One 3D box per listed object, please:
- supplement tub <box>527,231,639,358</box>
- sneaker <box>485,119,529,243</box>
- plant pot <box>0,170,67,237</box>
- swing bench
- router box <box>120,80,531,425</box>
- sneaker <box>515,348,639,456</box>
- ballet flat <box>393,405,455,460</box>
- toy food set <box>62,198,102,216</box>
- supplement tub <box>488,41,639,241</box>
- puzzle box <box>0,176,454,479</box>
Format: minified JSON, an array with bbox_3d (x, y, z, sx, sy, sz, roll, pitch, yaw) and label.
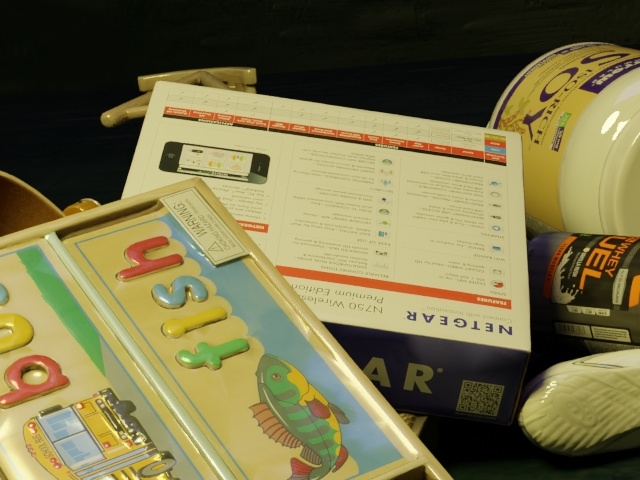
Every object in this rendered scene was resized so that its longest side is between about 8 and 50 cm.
[{"bbox_3d":[0.274,0.053,1.457,0.190,0.117,0.117,4,18,42],"label":"supplement tub"},{"bbox_3d":[0.264,-0.084,1.951,0.094,0.151,0.256,3,17,45],"label":"sneaker"},{"bbox_3d":[-0.338,0.101,1.426,0.254,0.237,0.237,-35,2,25],"label":"plant pot"},{"bbox_3d":[-0.133,-0.057,1.868,0.165,0.253,0.255,-7,14,7],"label":"swing bench"},{"bbox_3d":[0.000,0.000,1.351,0.335,0.082,0.301,9,37,0],"label":"router box"},{"bbox_3d":[0.270,0.119,1.271,0.237,0.085,0.086,-5,6,2],"label":"sneaker"},{"bbox_3d":[0.093,0.127,1.357,0.058,0.084,0.250,4,24,22],"label":"ballet flat"},{"bbox_3d":[-0.312,0.032,1.885,0.232,0.111,0.104,-36,1,26],"label":"toy food set"},{"bbox_3d":[0.328,-0.073,1.675,0.241,0.241,0.331,-12,14,-12],"label":"supplement tub"},{"bbox_3d":[-0.099,0.128,1.074,0.272,0.052,0.409,-20,49,-28],"label":"puzzle box"}]
